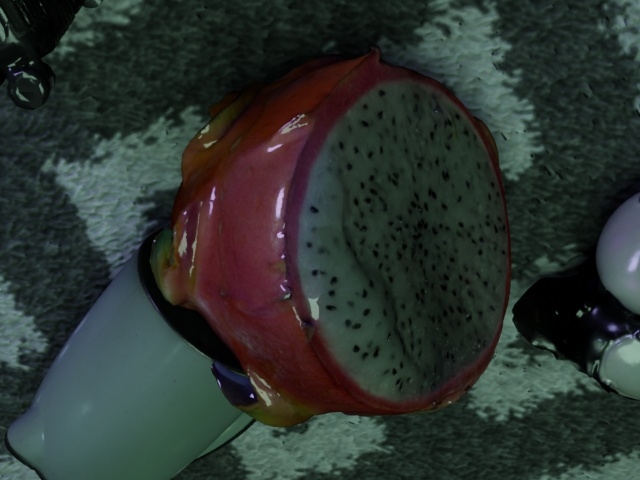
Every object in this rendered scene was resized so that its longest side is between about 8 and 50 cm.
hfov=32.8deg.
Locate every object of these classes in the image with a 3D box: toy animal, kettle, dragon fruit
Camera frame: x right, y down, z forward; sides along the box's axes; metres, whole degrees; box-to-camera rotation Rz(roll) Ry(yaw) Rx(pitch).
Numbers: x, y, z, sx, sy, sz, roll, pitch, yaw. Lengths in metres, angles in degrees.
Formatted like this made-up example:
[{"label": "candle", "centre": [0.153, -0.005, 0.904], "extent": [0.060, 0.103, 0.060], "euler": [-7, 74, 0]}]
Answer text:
[{"label": "toy animal", "centre": [0.278, 0.039, 0.913], "extent": [0.166, 0.138, 0.179], "euler": [15, 126, -26]}, {"label": "kettle", "centre": [-0.134, 0.132, 0.978], "extent": [0.221, 0.161, 0.236], "euler": [16, 125, -44]}, {"label": "dragon fruit", "centre": [0.000, 0.000, 0.836], "extent": [0.189, 0.290, 0.291], "euler": [-6, 125, 40]}]

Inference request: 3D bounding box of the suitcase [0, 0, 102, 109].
[{"label": "suitcase", "centre": [-0.288, -0.251, 0.703], "extent": [0.152, 0.229, 0.335], "euler": [-19, 118, 11]}]
